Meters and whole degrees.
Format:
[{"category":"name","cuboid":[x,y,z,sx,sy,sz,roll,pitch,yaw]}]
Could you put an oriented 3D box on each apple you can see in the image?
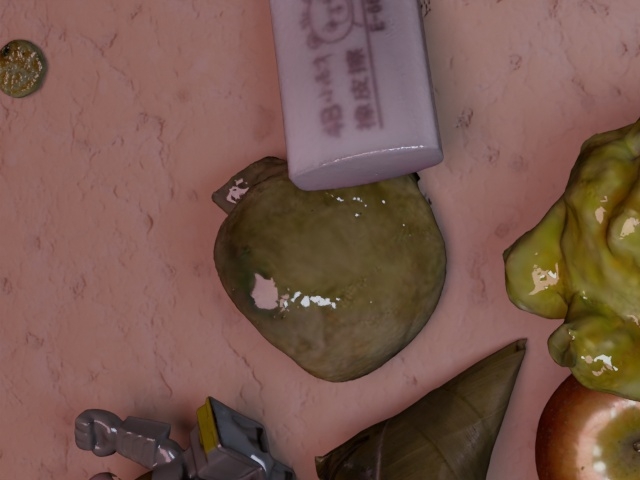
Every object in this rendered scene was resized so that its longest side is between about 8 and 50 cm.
[{"category":"apple","cuboid":[0.351,0.218,1.492,0.235,0.173,0.210,-12,88,18]}]

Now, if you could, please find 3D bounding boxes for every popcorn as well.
[{"category":"popcorn","cuboid":[0.366,0.005,1.364,0.274,0.336,0.279,38,116,40]}]

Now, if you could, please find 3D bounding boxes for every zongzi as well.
[{"category":"zongzi","cuboid":[0.157,0.284,1.562,0.300,0.145,0.273,-38,41,16]}]

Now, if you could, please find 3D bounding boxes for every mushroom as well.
[{"category":"mushroom","cuboid":[0.008,0.000,1.618,0.217,0.212,0.292,-40,72,28]}]

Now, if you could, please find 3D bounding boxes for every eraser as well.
[{"category":"eraser","cuboid":[0.037,-0.203,1.573,0.174,0.095,0.270,-11,72,14]}]

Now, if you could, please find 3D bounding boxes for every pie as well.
[{"category":"pie","cuboid":[-0.411,-0.236,1.878,0.085,0.017,0.085,3,97,26]}]

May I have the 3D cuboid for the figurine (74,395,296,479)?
[{"category":"figurine","cuboid":[-0.179,0.356,1.763,0.285,0.167,0.342,-32,69,20]}]
